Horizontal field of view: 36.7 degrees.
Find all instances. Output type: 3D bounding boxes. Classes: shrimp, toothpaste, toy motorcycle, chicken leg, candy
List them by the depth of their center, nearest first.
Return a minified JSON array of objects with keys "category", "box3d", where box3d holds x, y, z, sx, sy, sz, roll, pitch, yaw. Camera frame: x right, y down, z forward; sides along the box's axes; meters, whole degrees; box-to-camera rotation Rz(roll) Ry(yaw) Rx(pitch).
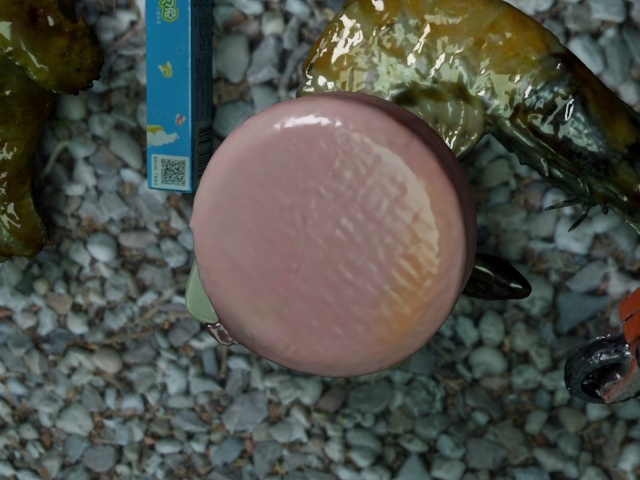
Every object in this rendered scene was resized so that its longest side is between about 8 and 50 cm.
[{"category":"candy","box3d":[0.006,-0.001,0.829,0.255,0.094,0.255,5,106,16]},{"category":"toy motorcycle","box3d":[0.348,0.073,0.838,0.171,0.089,0.298,17,134,-22]},{"category":"shrimp","box3d":[0.177,-0.050,0.875,0.445,0.085,0.272,31,94,-3]},{"category":"toothpaste","box3d":[-0.136,-0.181,0.939,0.050,0.065,0.267,6,105,14]},{"category":"chicken leg","box3d":[-0.301,-0.154,0.948,0.211,0.140,0.361,3,116,32]}]

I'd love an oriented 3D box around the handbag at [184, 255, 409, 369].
[{"category":"handbag","box3d":[0.000,0.000,0.956,0.256,0.079,0.219,14,91,7]}]
